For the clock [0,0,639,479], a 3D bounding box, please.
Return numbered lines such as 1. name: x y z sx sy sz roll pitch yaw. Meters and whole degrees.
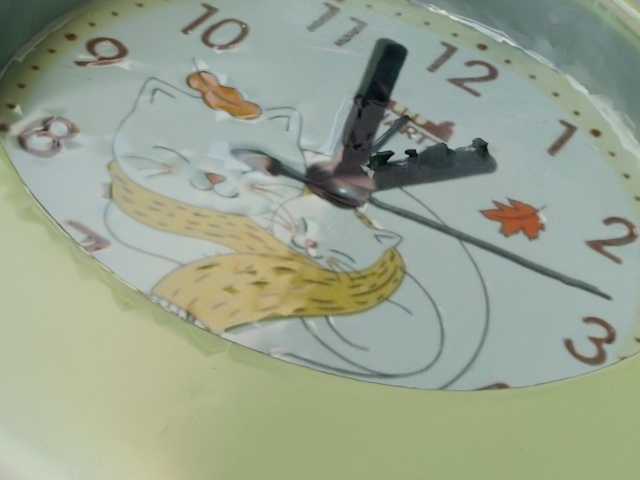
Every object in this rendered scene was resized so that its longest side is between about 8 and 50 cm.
1. clock: 0.000 0.000 0.527 0.348 0.286 0.117 -44 -21 -45
